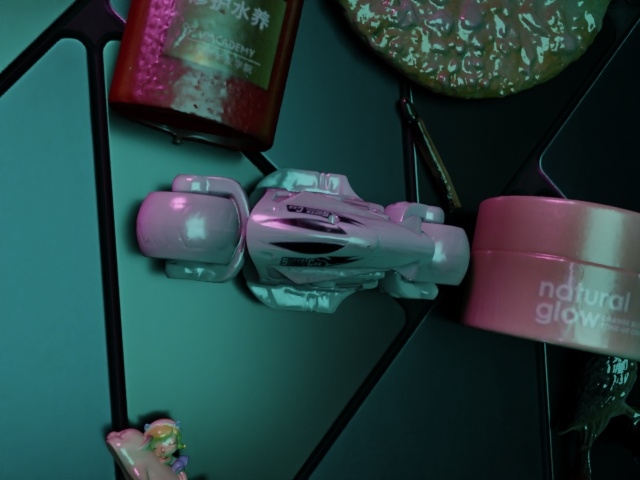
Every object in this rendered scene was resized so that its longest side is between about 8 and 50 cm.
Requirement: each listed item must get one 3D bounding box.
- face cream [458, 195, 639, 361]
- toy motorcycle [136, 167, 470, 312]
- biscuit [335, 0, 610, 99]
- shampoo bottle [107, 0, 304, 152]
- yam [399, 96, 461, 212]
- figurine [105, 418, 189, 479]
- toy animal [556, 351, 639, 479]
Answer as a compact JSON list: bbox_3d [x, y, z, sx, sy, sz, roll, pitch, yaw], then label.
[{"bbox_3d":[0.192,0.032,0.564,0.149,0.149,0.104,13,85,-22],"label":"face cream"},{"bbox_3d":[0.000,0.000,0.507,0.254,0.112,0.113,6,87,-21],"label":"toy motorcycle"},{"bbox_3d":[0.118,-0.189,0.597,0.289,0.038,0.142,11,86,-21],"label":"biscuit"},{"bbox_3d":[-0.058,-0.224,0.503,0.118,0.076,0.315,14,84,-17],"label":"shampoo bottle"},{"bbox_3d":[0.093,-0.072,0.598,0.014,0.014,0.107,-31,101,-20],"label":"yam"},{"bbox_3d":[-0.110,0.160,0.498,0.050,0.047,0.083,-31,94,-35],"label":"figurine"},{"bbox_3d":[0.261,0.124,0.639,0.105,0.070,0.203,-7,96,-4],"label":"toy animal"}]
